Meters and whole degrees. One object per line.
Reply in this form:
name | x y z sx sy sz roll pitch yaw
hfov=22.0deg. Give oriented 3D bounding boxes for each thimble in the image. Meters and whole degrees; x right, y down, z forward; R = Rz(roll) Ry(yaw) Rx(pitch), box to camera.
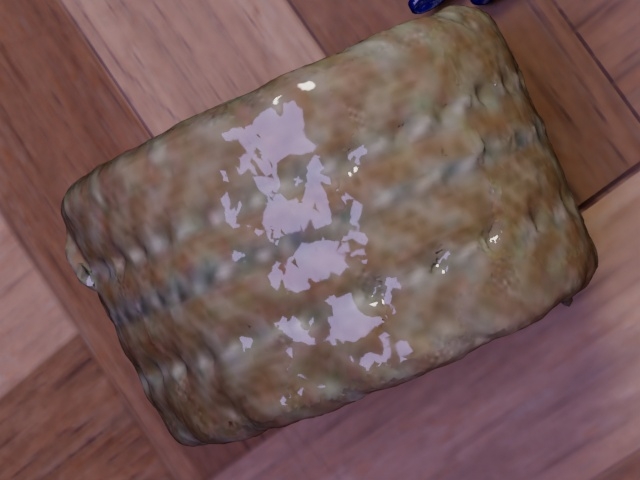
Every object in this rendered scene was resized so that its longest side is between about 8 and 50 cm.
thimble | 0.001 0.000 0.742 0.229 0.196 0.148 -24 89 27

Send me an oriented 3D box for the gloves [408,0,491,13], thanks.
gloves | 0.068 -0.142 0.778 0.086 0.026 0.064 -11 96 28
